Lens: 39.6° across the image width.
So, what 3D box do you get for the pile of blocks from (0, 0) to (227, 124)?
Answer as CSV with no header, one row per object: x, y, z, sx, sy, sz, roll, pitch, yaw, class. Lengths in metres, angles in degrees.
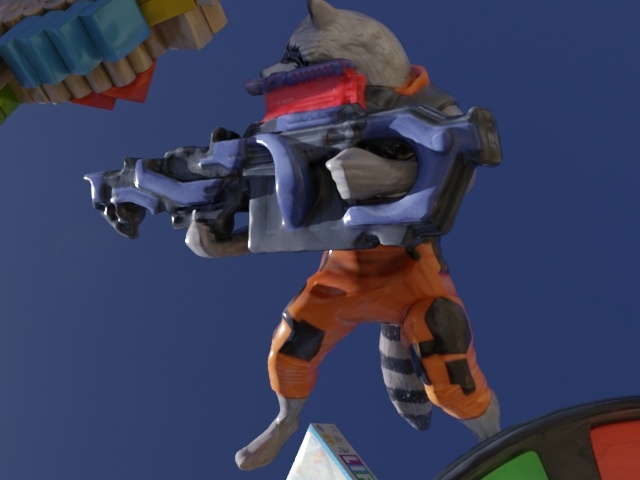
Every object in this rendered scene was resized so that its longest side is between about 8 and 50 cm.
-0.226,-0.135,0.738,0.362,0.149,0.112,-16,-51,11,pile of blocks

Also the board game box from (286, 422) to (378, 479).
0.018,0.235,0.715,0.026,0.154,0.103,11,-70,-34,board game box

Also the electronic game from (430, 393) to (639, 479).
0.112,0.164,0.282,0.229,0.048,0.229,0,-96,2,electronic game

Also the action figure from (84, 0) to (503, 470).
0.000,0.000,0.632,0.179,0.341,0.330,-14,-73,-50,action figure
